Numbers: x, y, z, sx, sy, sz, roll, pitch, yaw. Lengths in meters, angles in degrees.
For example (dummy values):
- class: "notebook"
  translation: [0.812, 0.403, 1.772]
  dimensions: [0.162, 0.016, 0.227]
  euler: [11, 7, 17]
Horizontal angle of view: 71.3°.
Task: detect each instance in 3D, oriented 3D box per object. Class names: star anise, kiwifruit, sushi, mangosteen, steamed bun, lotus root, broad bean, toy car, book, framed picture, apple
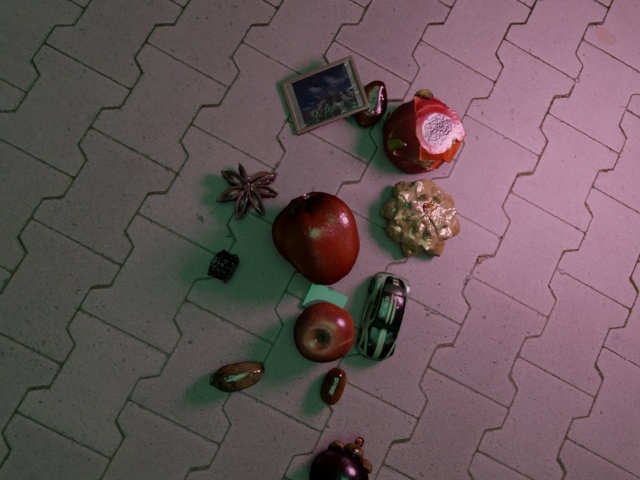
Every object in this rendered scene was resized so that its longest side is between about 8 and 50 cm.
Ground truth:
- class: "star anise"
  translation: [-0.252, -0.161, 1.535]
  dimensions: [0.212, 0.073, 0.196]
  euler: [16, 78, -2]
- class: "kiwifruit"
  translation: [0.043, 0.489, 1.497]
  dimensions: [0.075, 0.075, 0.124]
  euler: [20, 77, -4]
- class: "sushi"
  translation: [-0.324, 0.088, 1.497]
  dimensions: [0.084, 0.098, 0.094]
  euler: [26, 100, 0]
- class: "mangosteen"
  translation: [0.071, 0.737, 1.430]
  dimensions: [0.194, 0.194, 0.230]
  euler: [36, 51, -2]
- class: "steamed bun"
  translation: [0.367, -0.077, 1.571]
  dimensions: [0.292, 0.137, 0.295]
  euler: [27, 79, -6]
- class: "lotus root"
  translation: [-0.271, 0.446, 1.459]
  dimensions: [0.179, 0.089, 0.080]
  euler: [-8, 121, -10]
- class: "broad bean"
  translation: [0.185, -0.494, 1.619]
  dimensions: [0.114, 0.084, 0.165]
  euler: [9, 89, 12]
- class: "toy car"
  translation: [0.220, 0.259, 1.519]
  dimensions: [0.136, 0.125, 0.305]
  euler: [17, 80, -5]
- class: "book"
  translation: [0.017, 0.210, 1.553]
  dimensions: [0.135, 0.017, 0.103]
  euler: [26, 83, -3]
- class: "framed picture"
  translation: [0.015, -0.519, 1.599]
  dimensions: [0.281, 0.019, 0.208]
  euler: [-20, 87, 8]
- class: "apple"
  translation: [0.015, 0.301, 1.471]
  dimensions: [0.201, 0.162, 0.201]
  euler: [1, 96, 11]

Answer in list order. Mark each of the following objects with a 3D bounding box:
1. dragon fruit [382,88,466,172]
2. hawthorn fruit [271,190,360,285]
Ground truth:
- class: "dragon fruit"
  translation: [0.367, -0.377, 1.574]
  dimensions: [0.291, 0.189, 0.290]
  euler: [1, 83, -6]
- class: "hawthorn fruit"
  translation: [-0.007, -0.008, 1.442]
  dimensions: [0.295, 0.295, 0.311]
  euler: [-22, 83, -9]
